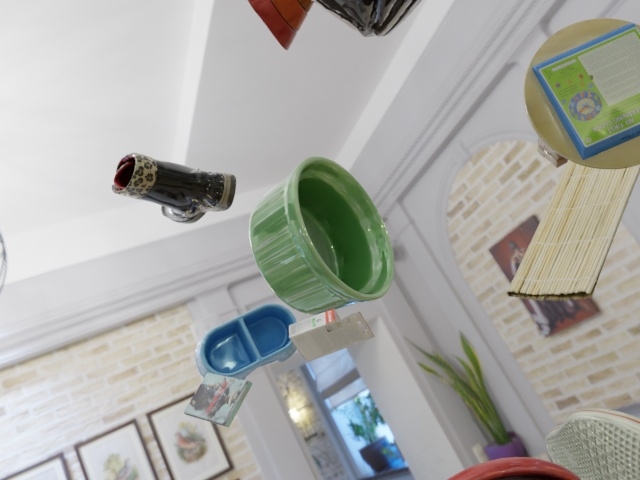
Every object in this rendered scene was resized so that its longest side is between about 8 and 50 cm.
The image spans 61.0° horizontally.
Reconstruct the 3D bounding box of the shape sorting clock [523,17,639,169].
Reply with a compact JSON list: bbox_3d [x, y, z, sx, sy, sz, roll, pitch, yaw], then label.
[{"bbox_3d":[0.369,-0.191,0.705,0.206,0.206,0.040,-29,-15,-1],"label":"shape sorting clock"}]

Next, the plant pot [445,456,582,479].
[{"bbox_3d":[0.160,0.273,0.387,0.191,0.191,0.174,-30,22,4],"label":"plant pot"}]

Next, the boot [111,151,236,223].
[{"bbox_3d":[-0.274,-0.090,0.940,0.178,0.085,0.236,11,-12,-38],"label":"boot"}]

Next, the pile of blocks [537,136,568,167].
[{"bbox_3d":[0.582,-0.218,1.019,0.361,0.113,0.149,-12,-44,-16],"label":"pile of blocks"}]

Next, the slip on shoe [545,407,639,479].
[{"bbox_3d":[0.411,0.290,0.764,0.101,0.123,0.331,-21,-24,-1],"label":"slip on shoe"}]

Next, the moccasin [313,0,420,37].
[{"bbox_3d":[0.001,-0.235,0.382,0.139,0.147,0.380,-50,-11,30],"label":"moccasin"}]

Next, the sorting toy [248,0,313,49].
[{"bbox_3d":[-0.038,-0.426,0.887,0.126,0.127,0.366,-32,26,17],"label":"sorting toy"}]

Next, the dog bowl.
[{"bbox_3d":[-0.189,0.270,1.448,0.297,0.166,0.074,-24,-18,-20],"label":"dog bowl"}]

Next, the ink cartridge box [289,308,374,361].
[{"bbox_3d":[0.017,0.138,0.821,0.115,0.029,0.063,-23,-55,12],"label":"ink cartridge box"}]

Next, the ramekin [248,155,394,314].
[{"bbox_3d":[0.000,0.000,1.084,0.148,0.304,0.303,-28,-15,32],"label":"ramekin"}]

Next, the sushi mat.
[{"bbox_3d":[0.387,-0.047,0.806,0.317,0.019,0.151,-58,19,-19],"label":"sushi mat"}]

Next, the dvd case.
[{"bbox_3d":[-0.186,0.285,0.982,0.119,0.013,0.087,0,48,40],"label":"dvd case"}]
